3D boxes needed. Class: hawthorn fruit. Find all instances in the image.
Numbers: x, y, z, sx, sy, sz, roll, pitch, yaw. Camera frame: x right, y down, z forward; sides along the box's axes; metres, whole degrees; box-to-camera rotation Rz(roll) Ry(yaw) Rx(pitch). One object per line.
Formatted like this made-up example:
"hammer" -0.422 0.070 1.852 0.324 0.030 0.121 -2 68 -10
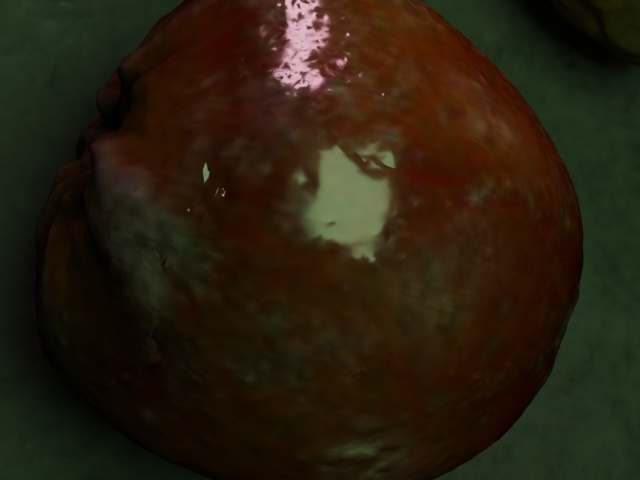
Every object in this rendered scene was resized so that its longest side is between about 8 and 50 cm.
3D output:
"hawthorn fruit" 0.000 0.000 0.622 0.173 0.173 0.172 4 82 -26

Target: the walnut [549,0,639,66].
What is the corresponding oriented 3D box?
"walnut" 0.123 -0.112 0.746 0.096 0.082 0.079 36 101 -12
